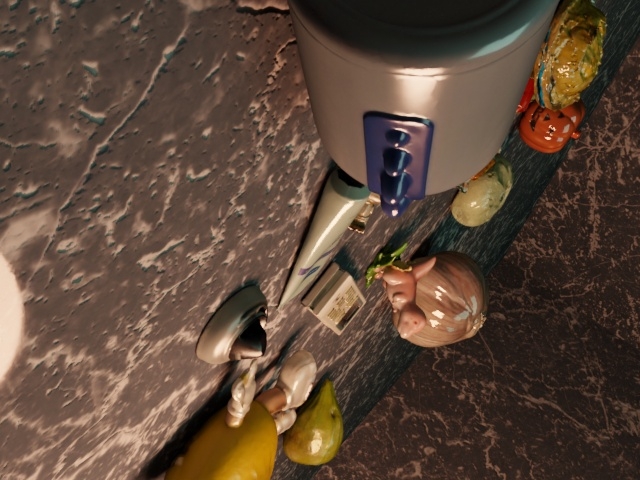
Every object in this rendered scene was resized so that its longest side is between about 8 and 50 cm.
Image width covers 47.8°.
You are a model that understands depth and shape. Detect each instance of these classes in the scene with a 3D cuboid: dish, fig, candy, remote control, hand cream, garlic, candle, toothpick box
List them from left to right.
[{"bbox_3d":[-0.112,0.146,1.100,0.141,0.078,0.141,-47,162,-21],"label":"dish"},{"bbox_3d":[-0.001,0.515,1.978,0.233,0.167,0.167,-48,164,10],"label":"fig"},{"bbox_3d":[0.000,0.000,1.184,0.109,0.067,0.321,-40,166,-39],"label":"hand cream"},{"bbox_3d":[0.035,0.128,1.487,0.103,0.055,0.277,-51,163,-6],"label":"remote control"},{"bbox_3d":[0.093,-0.175,0.730,0.263,0.263,0.355,-50,164,-12],"label":"toothpick box"},{"bbox_3d":[0.343,0.171,2.042,0.317,0.259,0.317,-52,166,-18],"label":"garlic"},{"bbox_3d":[0.401,-0.187,1.845,0.182,0.053,0.046,-46,169,-16],"label":"candy"},{"bbox_3d":[0.476,-0.347,1.699,0.131,0.052,0.052,-65,161,8],"label":"candle"}]

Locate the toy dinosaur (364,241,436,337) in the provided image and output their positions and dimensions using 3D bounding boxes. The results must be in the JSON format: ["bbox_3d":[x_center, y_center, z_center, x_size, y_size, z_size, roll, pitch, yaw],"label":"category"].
[{"bbox_3d":[0.196,0.103,1.655,0.194,0.177,0.152,-48,163,-22],"label":"toy dinosaur"}]

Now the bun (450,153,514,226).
[{"bbox_3d":[0.453,-0.129,1.989,0.221,0.108,0.221,-47,162,-20],"label":"bun"}]

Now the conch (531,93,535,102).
[{"bbox_3d":[0.544,-0.382,1.798,0.200,0.079,0.095,-30,170,-16],"label":"conch"}]

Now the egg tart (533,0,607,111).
[{"bbox_3d":[0.583,-0.427,1.648,0.290,0.107,0.291,-31,132,-43],"label":"egg tart"}]

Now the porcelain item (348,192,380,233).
[{"bbox_3d":[0.096,-0.106,1.167,0.054,0.084,0.213,-81,-166,-58],"label":"porcelain item"}]

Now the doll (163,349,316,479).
[{"bbox_3d":[-0.140,0.370,1.358,0.348,0.161,0.423,-68,163,2],"label":"doll"}]

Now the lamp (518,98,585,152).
[{"bbox_3d":[0.658,-0.336,2.032,0.188,0.164,0.188,-50,163,-21],"label":"lamp"}]
